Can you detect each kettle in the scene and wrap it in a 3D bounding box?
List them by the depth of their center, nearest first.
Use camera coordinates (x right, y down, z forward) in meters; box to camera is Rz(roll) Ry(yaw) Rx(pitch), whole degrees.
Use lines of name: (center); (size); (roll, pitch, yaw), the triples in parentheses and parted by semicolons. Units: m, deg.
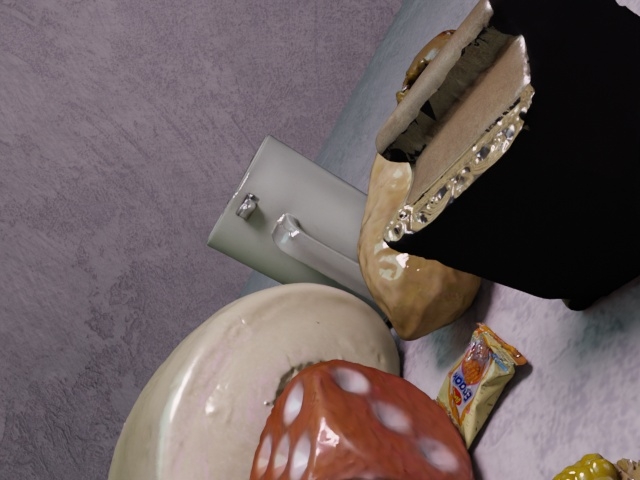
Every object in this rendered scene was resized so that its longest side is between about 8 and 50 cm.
kettle: (0.006, -0.012, 1.101); (0.205, 0.318, 0.265); (-62, 9, -22)

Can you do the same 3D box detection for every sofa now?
sofa: (0.195, -0.079, 0.595); (0.200, 0.258, 0.182); (129, 152, -48)

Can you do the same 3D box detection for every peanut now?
peanut: (0.147, -0.032, 0.935); (0.192, 0.169, 0.387); (-45, 22, 42)

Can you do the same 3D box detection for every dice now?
dice: (0.035, 0.238, 0.690); (0.179, 0.173, 0.175); (-104, 37, -66)

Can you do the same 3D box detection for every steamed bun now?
steamed bun: (-0.122, 0.276, 0.950); (0.371, 0.290, 0.456); (-38, 23, 49)

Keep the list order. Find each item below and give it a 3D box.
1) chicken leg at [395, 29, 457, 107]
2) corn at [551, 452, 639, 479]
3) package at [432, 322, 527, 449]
chicken leg: (0.193, -0.194, 1.178); (0.211, 0.140, 0.361); (-24, -35, -31)
corn: (0.129, 0.267, 0.453); (0.320, 0.097, 0.097); (-61, 11, 15)
package: (0.163, 0.151, 0.736); (0.121, 0.031, 0.108); (-61, 12, 12)
